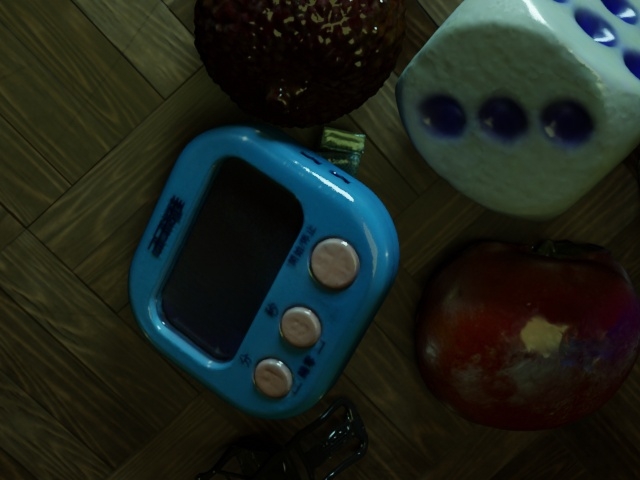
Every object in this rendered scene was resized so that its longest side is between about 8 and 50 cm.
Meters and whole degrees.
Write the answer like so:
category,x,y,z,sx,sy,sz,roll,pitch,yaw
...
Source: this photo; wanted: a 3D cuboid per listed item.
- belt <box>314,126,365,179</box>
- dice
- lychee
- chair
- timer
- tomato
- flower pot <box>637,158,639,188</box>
category,x,y,z,sx,sy,sz,roll,pitch,yaw
belt,0.000,0.000,1.369,0.072,0.087,0.302,11,103,-3
dice,0.266,-0.191,1.237,0.259,0.243,0.251,43,135,1
lychee,-0.022,-0.264,1.220,0.260,0.260,0.261,-2,105,-9
chair,-0.048,0.319,1.459,0.229,0.113,0.106,-36,113,-39
timer,-0.075,0.037,1.284,0.309,0.115,0.340,34,114,13
tomato,0.310,0.154,1.422,0.334,0.176,0.290,5,107,-12
flower pot,0.547,-0.077,1.382,0.212,0.202,0.212,-2,104,-8
